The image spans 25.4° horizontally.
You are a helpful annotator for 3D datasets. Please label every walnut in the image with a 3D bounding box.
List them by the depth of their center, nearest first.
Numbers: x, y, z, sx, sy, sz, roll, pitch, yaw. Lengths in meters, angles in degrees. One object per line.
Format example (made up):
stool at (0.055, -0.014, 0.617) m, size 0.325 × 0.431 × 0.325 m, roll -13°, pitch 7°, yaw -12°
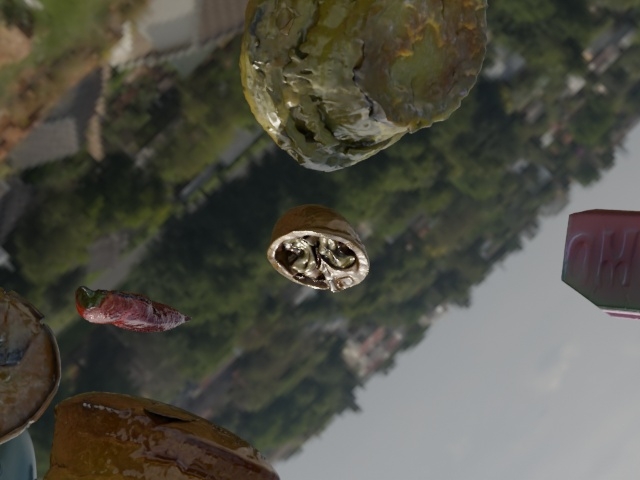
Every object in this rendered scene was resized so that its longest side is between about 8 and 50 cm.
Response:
walnut at (0.000, 0.000, 1.321) m, size 0.121 × 0.091 × 0.052 m, roll 58°, pitch 32°, yaw -57°

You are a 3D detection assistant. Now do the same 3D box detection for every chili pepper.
chili pepper at (-0.151, 0.059, 1.157) m, size 0.045 × 0.027 × 0.178 m, roll -2°, pitch 171°, yaw 20°

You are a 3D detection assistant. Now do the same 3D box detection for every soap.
soap at (0.295, 0.023, 1.336) m, size 0.056 × 0.149 × 0.100 m, roll 24°, pitch 75°, yaw -56°

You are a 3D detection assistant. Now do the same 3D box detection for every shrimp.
shrimp at (-0.369, 0.094, 1.241) m, size 0.075 × 0.289 × 0.178 m, roll -19°, pitch -132°, yaw 49°

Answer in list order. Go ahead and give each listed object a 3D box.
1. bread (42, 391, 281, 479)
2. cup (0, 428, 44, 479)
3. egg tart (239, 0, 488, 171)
bread at (-0.176, 0.258, 1.564) m, size 0.195 × 0.270 × 0.142 m, roll -35°, pitch -144°, yaw 64°
cup at (-0.459, 0.295, 1.904) m, size 0.167 × 0.300 × 0.173 m, roll 122°, pitch -30°, yaw -52°
egg tart at (0.061, -0.190, 1.292) m, size 0.294 × 0.123 × 0.294 m, roll -24°, pitch 125°, yaw -39°
